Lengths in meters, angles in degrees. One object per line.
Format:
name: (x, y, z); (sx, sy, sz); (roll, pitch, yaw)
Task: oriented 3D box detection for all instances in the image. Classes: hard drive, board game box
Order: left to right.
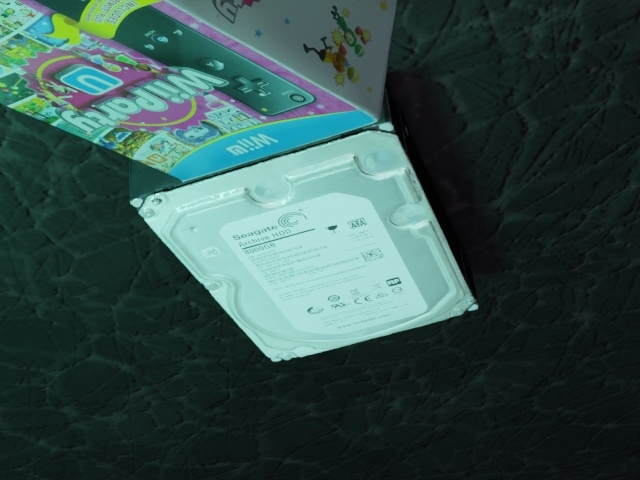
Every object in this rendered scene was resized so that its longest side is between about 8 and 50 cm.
board game box: (-0.137, -0.150, 0.682); (0.303, 0.097, 0.224); (22, 157, -37)
hard drive: (0.000, 0.000, 1.023); (0.237, 0.064, 0.339); (-16, 145, 12)
